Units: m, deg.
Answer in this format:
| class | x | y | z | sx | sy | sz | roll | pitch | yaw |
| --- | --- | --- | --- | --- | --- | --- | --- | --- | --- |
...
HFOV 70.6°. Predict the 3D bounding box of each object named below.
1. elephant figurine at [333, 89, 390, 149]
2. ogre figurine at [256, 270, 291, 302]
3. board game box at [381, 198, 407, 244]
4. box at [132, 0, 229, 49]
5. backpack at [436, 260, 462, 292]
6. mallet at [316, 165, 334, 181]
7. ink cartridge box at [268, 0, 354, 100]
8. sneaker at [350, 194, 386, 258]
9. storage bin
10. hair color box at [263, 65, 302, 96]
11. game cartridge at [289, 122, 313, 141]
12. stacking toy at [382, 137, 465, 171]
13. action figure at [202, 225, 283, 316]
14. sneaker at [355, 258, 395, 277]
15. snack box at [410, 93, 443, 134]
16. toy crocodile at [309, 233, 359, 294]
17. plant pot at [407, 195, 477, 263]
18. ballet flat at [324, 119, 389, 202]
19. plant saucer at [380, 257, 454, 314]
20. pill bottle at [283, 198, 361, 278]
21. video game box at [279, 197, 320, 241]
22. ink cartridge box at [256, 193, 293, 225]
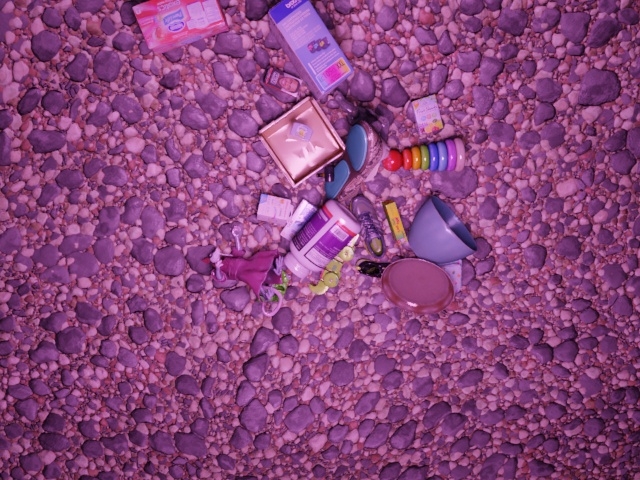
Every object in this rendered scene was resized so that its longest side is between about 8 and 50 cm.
| class | x | y | z | sx | sy | sz | roll | pitch | yaw |
| --- | --- | --- | --- | --- | --- | --- | --- | --- | --- |
| elephant figurine | 0.167 | -0.479 | 1.818 | 0.169 | 0.239 | 0.186 | -20 | 143 | -23 |
| ogre figurine | -0.203 | 0.196 | 1.970 | 0.118 | 0.097 | 0.197 | 20 | 90 | 4 |
| board game box | 0.317 | -0.081 | 1.940 | 0.043 | 0.092 | 0.181 | -21 | 103 | 0 |
| box | -0.512 | -0.825 | 1.686 | 0.299 | 0.142 | 0.154 | -19 | 104 | 1 |
| backpack | 0.523 | 0.150 | 1.985 | 0.188 | 0.144 | 0.166 | -3 | 109 | 4 |
| mallet | 0.015 | -0.256 | 1.828 | 0.039 | 0.189 | 0.063 | -4 | 90 | -15 |
| ink cartridge box | -0.058 | -0.735 | 1.672 | 0.151 | 0.270 | 0.395 | -37 | 103 | 3 |
| sneaker | 0.216 | -0.053 | 1.924 | 0.111 | 0.121 | 0.300 | -25 | 103 | 2 |
| storage bin | -0.075 | -0.400 | 1.824 | 0.262 | 0.123 | 0.260 | -34 | 103 | 5 |
| hair color box | -0.150 | -0.633 | 1.806 | 0.141 | 0.043 | 0.072 | 20 | 100 | -9 |
| game cartridge | -0.073 | -0.422 | 1.750 | 0.083 | 0.017 | 0.056 | 20 | 97 | -8 |
| stacking toy | 0.421 | -0.344 | 1.880 | 0.330 | 0.141 | 0.141 | -4 | 103 | 4 |
| action figure | -0.324 | 0.119 | 1.899 | 0.370 | 0.248 | 0.276 | 9 | 132 | 27 |
| sneaker | 0.264 | 0.138 | 1.984 | 0.234 | 0.097 | 0.084 | 6 | 103 | -5 |
| snack box | 0.441 | -0.520 | 1.874 | 0.100 | 0.037 | 0.141 | -18 | 103 | 0 |
| toy crocodile | 0.067 | 0.091 | 1.945 | 0.105 | 0.115 | 0.341 | 29 | 104 | 1 |
| plant pot | 0.483 | -0.016 | 1.890 | 0.290 | 0.290 | 0.195 | 43 | 116 | -12 |
| ballet flat | 0.157 | -0.303 | 1.730 | 0.181 | 0.483 | 0.164 | -12 | 70 | -21 |
| plant saucer | 0.413 | 0.187 | 1.918 | 0.310 | 0.050 | 0.311 | 13 | 130 | 16 |
| pill bottle | 0.000 | 0.000 | 1.838 | 0.181 | 0.181 | 0.323 | 41 | 104 | -11 |
| video game box | -0.042 | -0.051 | 1.947 | 0.205 | 0.048 | 0.187 | 32 | 102 | -10 |
| ink cartridge box | -0.186 | -0.126 | 1.883 | 0.143 | 0.090 | 0.092 | 11 | 75 | -6 |
